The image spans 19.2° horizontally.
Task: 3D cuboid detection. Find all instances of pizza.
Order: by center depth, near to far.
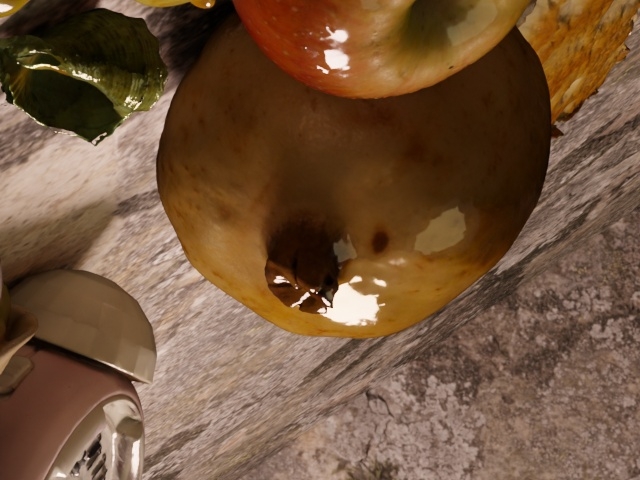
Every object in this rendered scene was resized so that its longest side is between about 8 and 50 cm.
[{"bbox_3d":[0.171,-0.169,1.702,0.440,0.130,0.406,-51,164,14],"label":"pizza"}]

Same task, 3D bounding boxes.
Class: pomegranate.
[{"bbox_3d":[0.030,-0.070,1.383,0.307,0.307,0.307,-35,167,-9],"label":"pomegranate"}]

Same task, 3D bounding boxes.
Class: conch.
[{"bbox_3d":[-0.149,-0.102,1.195,0.121,0.074,0.089,-1,112,-35],"label":"conch"}]

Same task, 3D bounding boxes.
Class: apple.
[{"bbox_3d":[0.034,-0.196,1.150,0.210,0.173,0.235,-27,156,-19],"label":"apple"}]

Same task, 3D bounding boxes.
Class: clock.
[{"bbox_3d":[-0.258,0.220,1.571,0.326,0.184,0.342,-47,156,-47],"label":"clock"}]

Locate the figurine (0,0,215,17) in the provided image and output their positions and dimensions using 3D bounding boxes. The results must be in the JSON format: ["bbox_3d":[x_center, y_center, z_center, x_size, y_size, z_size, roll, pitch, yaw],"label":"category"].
[{"bbox_3d":[-0.114,-0.167,0.964,0.246,0.131,0.156,-28,-161,-38],"label":"figurine"}]

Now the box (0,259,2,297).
[{"bbox_3d":[-0.327,0.040,1.089,0.289,0.141,0.349,-33,168,-10],"label":"box"}]

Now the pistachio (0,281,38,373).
[{"bbox_3d":[-0.310,0.094,1.361,0.215,0.144,0.144,-38,168,-16],"label":"pistachio"}]
